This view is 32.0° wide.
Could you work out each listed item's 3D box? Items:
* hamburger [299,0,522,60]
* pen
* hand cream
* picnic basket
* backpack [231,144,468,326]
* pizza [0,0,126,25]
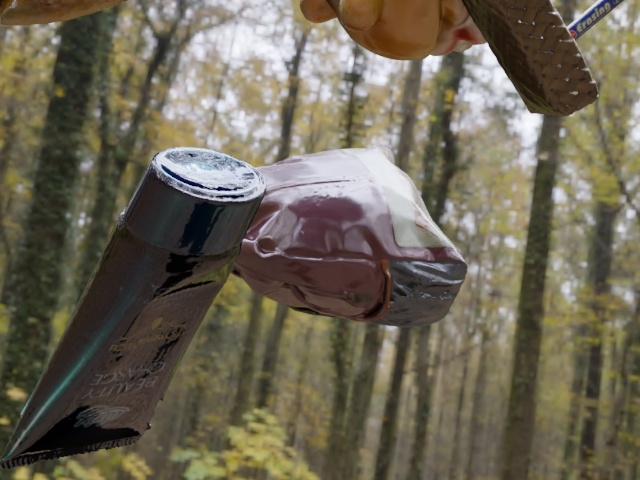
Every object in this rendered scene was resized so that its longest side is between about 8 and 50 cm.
[{"bbox_3d":[0.096,-0.335,1.301,0.236,0.276,0.276,-20,-8,-11],"label":"hamburger"},{"bbox_3d":[0.363,-0.299,1.568,0.204,0.025,0.025,-40,-34,17],"label":"pen"},{"bbox_3d":[-0.127,0.057,0.760,0.120,0.270,0.061,-4,45,-45],"label":"hand cream"},{"bbox_3d":[0.210,-0.213,1.160,0.193,0.055,0.110,57,-8,-16],"label":"picnic basket"},{"bbox_3d":[0.000,0.000,1.467,0.317,0.197,0.283,-2,37,-28],"label":"backpack"},{"bbox_3d":[-0.201,-0.278,0.864,0.147,0.226,0.069,2,10,-21],"label":"pizza"}]
